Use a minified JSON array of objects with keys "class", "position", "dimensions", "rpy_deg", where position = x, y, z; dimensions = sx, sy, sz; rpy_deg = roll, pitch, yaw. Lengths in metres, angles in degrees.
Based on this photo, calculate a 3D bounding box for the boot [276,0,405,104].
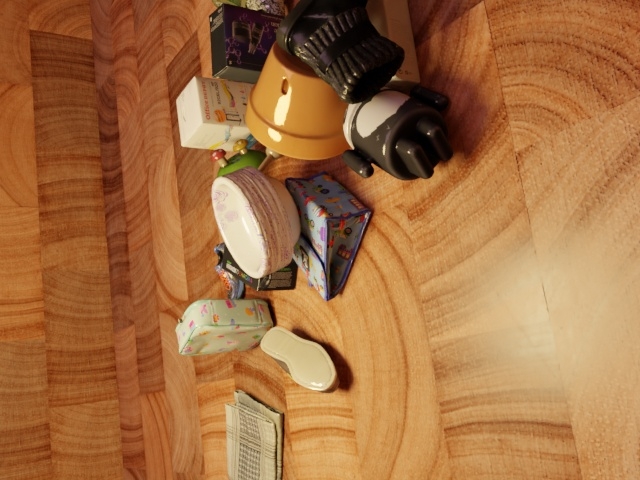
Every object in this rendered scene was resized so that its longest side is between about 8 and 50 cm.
[{"class":"boot","position":[0.096,-0.483,1.457],"dimensions":[0.260,0.131,0.348],"rpy_deg":[41,94,28]}]

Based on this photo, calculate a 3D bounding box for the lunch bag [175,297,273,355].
[{"class":"lunch bag","position":[-0.308,0.271,2.079],"dimensions":[0.224,0.279,0.108],"rpy_deg":[-50,47,46]}]

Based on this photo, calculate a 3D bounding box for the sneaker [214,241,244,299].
[{"class":"sneaker","position":[-0.317,0.108,2.264],"dimensions":[0.083,0.087,0.221],"rpy_deg":[-32,64,52]}]

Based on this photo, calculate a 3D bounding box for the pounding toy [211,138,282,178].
[{"class":"pounding toy","position":[-0.247,-0.255,2.060],"dimensions":[0.236,0.183,0.110],"rpy_deg":[-5,123,48]}]

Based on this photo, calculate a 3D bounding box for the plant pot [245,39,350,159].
[{"class":"plant pot","position":[-0.029,-0.366,1.624],"dimensions":[0.204,0.290,0.291],"rpy_deg":[105,146,-47]}]

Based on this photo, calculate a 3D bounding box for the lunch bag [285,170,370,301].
[{"class":"lunch bag","position":[0.000,0.000,1.791],"dimensions":[0.221,0.138,0.293],"rpy_deg":[47,139,44]}]

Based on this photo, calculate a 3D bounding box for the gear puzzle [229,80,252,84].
[{"class":"gear puzzle","position":[-0.292,-0.627,2.268],"dimensions":[0.339,0.044,0.176],"rpy_deg":[27,112,53]}]

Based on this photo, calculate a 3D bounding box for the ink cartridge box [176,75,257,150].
[{"class":"ink cartridge box","position":[-0.318,-0.400,2.138],"dimensions":[0.168,0.232,0.171],"rpy_deg":[-31,65,52]}]

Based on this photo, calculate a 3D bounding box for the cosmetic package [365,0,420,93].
[{"class":"cosmetic package","position":[0.155,-0.460,1.575],"dimensions":[0.117,0.085,0.231],"rpy_deg":[-22,70,53]}]

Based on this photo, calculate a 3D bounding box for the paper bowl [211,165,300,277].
[{"class":"paper bowl","position":[-0.159,-0.056,1.755],"dimensions":[0.284,0.148,0.284],"rpy_deg":[42,146,38]}]

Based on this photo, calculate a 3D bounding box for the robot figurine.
[{"class":"robot figurine","position":[0.165,-0.238,1.472],"dimensions":[0.278,0.209,0.174],"rpy_deg":[43,136,50]}]

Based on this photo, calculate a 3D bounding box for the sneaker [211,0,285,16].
[{"class":"sneaker","position":[-0.228,-0.740,2.104],"dimensions":[0.410,0.158,0.182],"rpy_deg":[14,116,59]}]

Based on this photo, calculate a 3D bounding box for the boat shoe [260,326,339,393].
[{"class":"boat shoe","position":[-0.045,0.341,1.855],"dimensions":[0.117,0.097,0.324],"rpy_deg":[-50,37,-14]}]

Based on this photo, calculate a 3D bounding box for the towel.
[{"class":"towel","position":[-0.220,0.665,2.149],"dimensions":[0.312,0.056,0.324],"rpy_deg":[5,94,56]}]

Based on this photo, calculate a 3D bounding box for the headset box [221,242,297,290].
[{"class":"headset box","position":[-0.174,-0.019,2.014],"dimensions":[0.246,0.131,0.283],"rpy_deg":[25,110,53]}]

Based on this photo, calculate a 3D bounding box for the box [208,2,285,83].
[{"class":"box","position":[-0.176,-0.547,1.903],"dimensions":[0.103,0.261,0.184],"rpy_deg":[-8,84,56]}]
